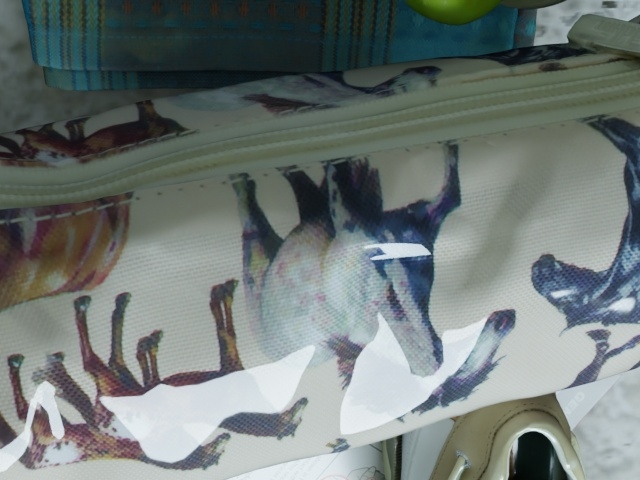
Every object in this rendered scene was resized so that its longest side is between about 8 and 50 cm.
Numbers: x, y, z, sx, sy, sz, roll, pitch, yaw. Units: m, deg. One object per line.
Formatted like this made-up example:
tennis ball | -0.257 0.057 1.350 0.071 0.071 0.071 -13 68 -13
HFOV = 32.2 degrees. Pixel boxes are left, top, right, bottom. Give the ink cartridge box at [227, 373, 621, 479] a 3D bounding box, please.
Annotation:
ink cartridge box | -0.017 0.110 0.632 0.261 0.066 0.296 35 99 -29

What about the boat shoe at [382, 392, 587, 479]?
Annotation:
boat shoe | 0.091 0.189 0.607 0.113 0.103 0.302 -16 118 -10

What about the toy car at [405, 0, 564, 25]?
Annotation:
toy car | 0.047 -0.181 0.440 0.136 0.159 0.182 19 103 32

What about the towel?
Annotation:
towel | -0.017 -0.236 0.504 0.271 0.040 0.370 1 123 -1

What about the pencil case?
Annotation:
pencil case | 0.000 0.000 0.458 0.410 0.160 0.184 -11 132 -13
